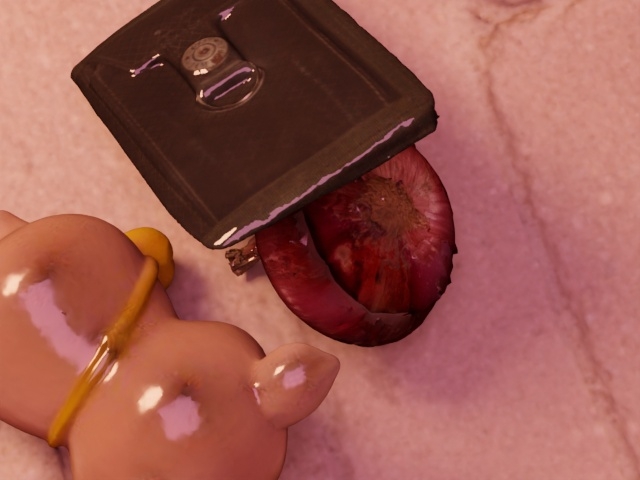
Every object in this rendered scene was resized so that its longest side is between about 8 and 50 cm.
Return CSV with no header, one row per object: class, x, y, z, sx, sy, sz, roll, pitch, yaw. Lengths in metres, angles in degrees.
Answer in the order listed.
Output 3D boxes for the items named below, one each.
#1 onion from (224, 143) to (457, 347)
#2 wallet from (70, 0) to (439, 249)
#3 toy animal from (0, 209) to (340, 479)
onion,0.000,0.000,1.214,0.150,0.140,0.150,20,60,-40
wallet,-0.045,-0.093,1.183,0.168,0.052,0.245,-30,39,-9
toy animal,-0.124,0.074,1.168,0.248,0.149,0.165,36,84,20
